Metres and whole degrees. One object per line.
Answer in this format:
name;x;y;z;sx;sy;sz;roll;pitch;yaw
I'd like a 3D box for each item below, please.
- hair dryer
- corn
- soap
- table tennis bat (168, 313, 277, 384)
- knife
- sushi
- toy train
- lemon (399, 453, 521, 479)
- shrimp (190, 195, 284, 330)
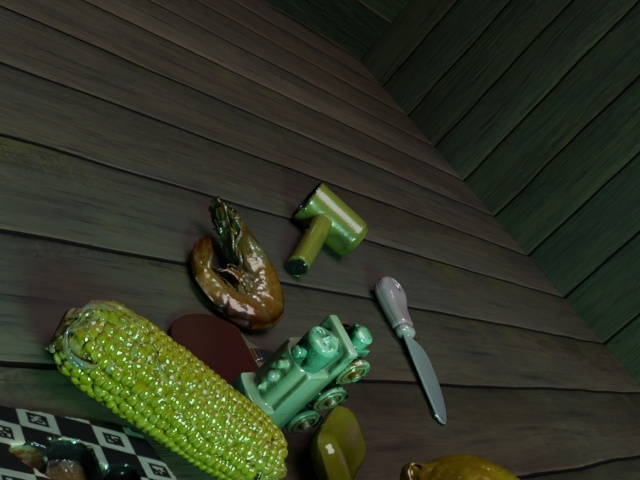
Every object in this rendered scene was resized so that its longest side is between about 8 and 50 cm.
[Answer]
hair dryer;0.000;0.000;1.446;0.135;0.090;0.279;42;27;-7
corn;-0.149;0.166;0.814;0.293;0.106;0.106;37;21;-14
soap;0.022;0.266;0.976;0.089;0.045;0.140;66;18;-5
table tennis bat;-0.109;0.152;1.026;0.220;0.019;0.130;16;33;-47
knife;0.171;0.202;1.424;0.081;0.043;0.336;32;29;-42
sushi;-0.212;0.217;0.676;0.210;0.040;0.193;27;4;-43
toy train;-0.025;0.164;0.913;0.125;0.194;0.081;8;43;-47
lemon;0.184;0.360;0.912;0.257;0.188;0.188;48;21;2
shrimp;-0.133;0.032;1.160;0.150;0.068;0.249;17;37;-39
